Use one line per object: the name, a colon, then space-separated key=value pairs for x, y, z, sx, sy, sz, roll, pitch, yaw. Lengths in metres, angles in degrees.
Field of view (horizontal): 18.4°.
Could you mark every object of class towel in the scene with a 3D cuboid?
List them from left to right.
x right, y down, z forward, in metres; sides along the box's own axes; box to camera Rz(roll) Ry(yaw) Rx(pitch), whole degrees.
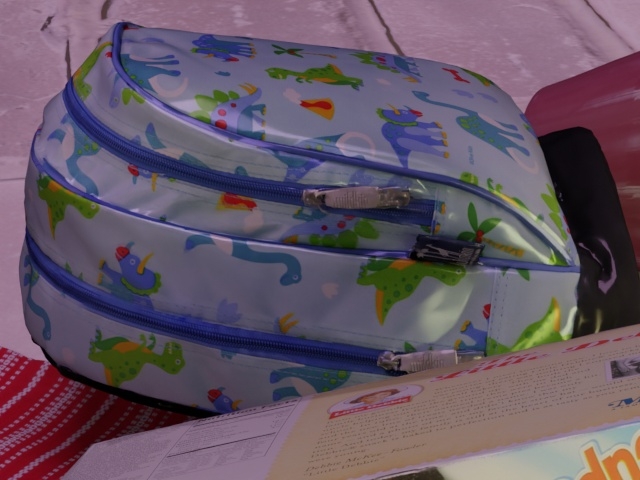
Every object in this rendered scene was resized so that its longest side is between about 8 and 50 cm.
towel: x=-0.181 y=0.125 z=1.170 sx=0.274 sy=0.031 sz=0.199 roll=13 pitch=28 yaw=31

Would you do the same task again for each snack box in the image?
snack box: x=0.043 y=0.097 z=0.798 sx=0.321 sy=0.060 sz=0.187 roll=-13 pitch=6 yaw=9

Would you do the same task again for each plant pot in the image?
plant pot: x=0.247 y=-0.055 z=1.385 sx=0.180 sy=0.201 sz=0.201 roll=-6 pitch=18 yaw=32

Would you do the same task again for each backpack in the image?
backpack: x=0.000 y=0.000 z=1.168 sx=0.355 sy=0.273 sz=0.290 roll=-5 pitch=26 yaw=2
